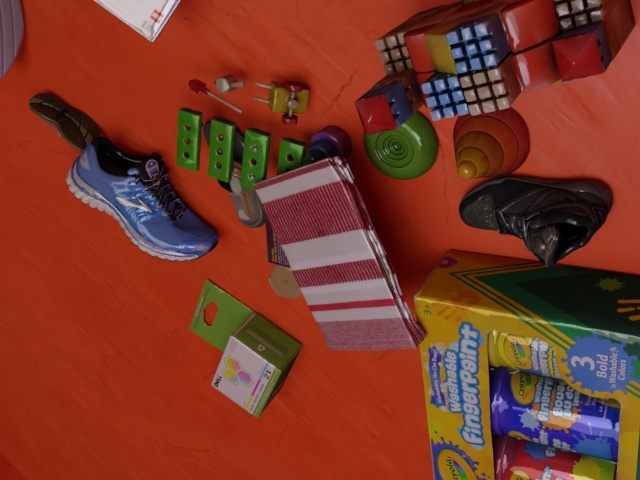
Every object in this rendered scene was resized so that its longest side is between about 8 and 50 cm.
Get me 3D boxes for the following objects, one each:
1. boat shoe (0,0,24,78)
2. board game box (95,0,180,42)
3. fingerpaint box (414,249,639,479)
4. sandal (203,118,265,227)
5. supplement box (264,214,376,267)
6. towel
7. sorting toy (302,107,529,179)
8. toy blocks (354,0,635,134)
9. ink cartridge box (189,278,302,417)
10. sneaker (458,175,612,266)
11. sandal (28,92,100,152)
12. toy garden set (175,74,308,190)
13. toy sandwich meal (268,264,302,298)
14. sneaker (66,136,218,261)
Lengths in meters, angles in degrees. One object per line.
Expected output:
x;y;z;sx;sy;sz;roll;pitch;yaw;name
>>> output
-0.660;-0.480;1.461;0.119;0.121;0.335;26;120;26;boat shoe
-0.335;-0.480;1.169;0.305;0.053;0.193;35;110;-14;board game box
0.367;0.264;1.233;0.371;0.163;0.444;9;124;29;fingerpaint box
-0.163;-0.118;1.394;0.090;0.060;0.219;-3;112;34;sandal
0.000;0.000;1.355;0.188;0.081;0.104;15;127;25;supplement box
0.025;0.032;1.235;0.237;0.037;0.328;-12;106;53;towel
0.124;-0.129;1.158;0.366;0.126;0.127;3;121;31;sorting toy
0.209;-0.239;0.935;0.382;0.261;0.190;-7;115;36;toy blocks
-0.190;0.234;1.626;0.255;0.097;0.188;33;132;9;ink cartridge box
0.297;-0.029;1.107;0.228;0.130;0.087;4;128;34;sneaker
-0.525;-0.238;1.554;0.180;0.072;0.049;36;148;10;sandal
-0.129;-0.195;1.297;0.244;0.049;0.203;19;120;18;toy garden set
-0.063;0.078;1.487;0.086;0.029;0.085;11;113;26;toy sandwich meal
-0.342;-0.084;1.487;0.330;0.129;0.147;34;125;-3;sneaker
